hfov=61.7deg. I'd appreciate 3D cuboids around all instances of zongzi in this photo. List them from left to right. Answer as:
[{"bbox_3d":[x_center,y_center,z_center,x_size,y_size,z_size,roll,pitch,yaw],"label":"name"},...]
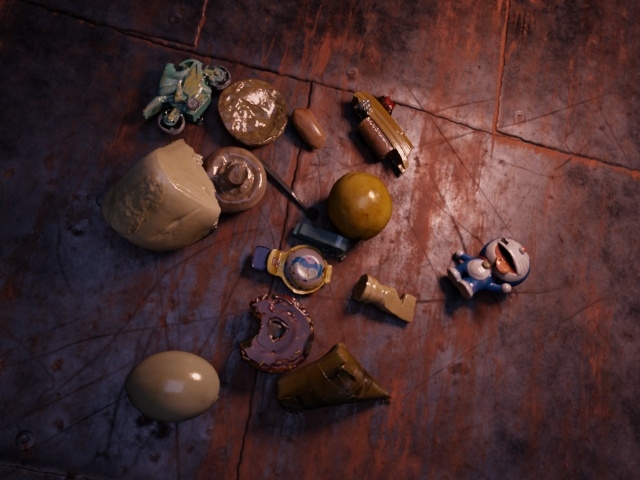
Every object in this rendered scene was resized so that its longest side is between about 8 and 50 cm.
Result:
[{"bbox_3d":[0.037,0.454,1.574,0.260,0.123,0.289,-31,128,11],"label":"zongzi"},{"bbox_3d":[0.233,-0.468,1.833,0.073,0.067,0.083,-46,107,-27],"label":"zongzi"}]

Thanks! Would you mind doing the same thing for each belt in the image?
[{"bbox_3d":[0.002,-0.004,1.676,0.179,0.100,0.065,21,75,11],"label":"belt"}]

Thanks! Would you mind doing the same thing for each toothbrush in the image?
[{"bbox_3d":[-0.116,-0.175,1.709,0.297,0.030,0.030,44,48,3],"label":"toothbrush"}]

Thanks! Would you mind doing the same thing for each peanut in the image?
[{"bbox_3d":[-0.039,-0.366,1.742,0.076,0.076,0.152,-35,90,-15],"label":"peanut"}]

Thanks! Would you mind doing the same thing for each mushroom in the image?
[{"bbox_3d":[-0.258,-0.184,1.590,0.207,0.215,0.208,1,86,-14],"label":"mushroom"}]

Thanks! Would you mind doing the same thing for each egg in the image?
[{"bbox_3d":[-0.398,0.393,1.446,0.253,0.186,0.187,8,76,-5],"label":"egg"}]

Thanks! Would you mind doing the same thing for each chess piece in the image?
[{"bbox_3d":[0.207,0.183,1.666,0.200,0.090,0.090,26,74,-15],"label":"chess piece"}]

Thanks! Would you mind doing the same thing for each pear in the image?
[{"bbox_3d":[0.121,-0.099,1.641,0.208,0.209,0.209,2,77,-10],"label":"pear"}]

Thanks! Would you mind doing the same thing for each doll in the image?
[{"bbox_3d":[0.537,0.084,1.703,0.256,0.161,0.215,-24,57,-11],"label":"doll"}]

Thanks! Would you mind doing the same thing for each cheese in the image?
[{"bbox_3d":[-0.085,0.080,1.636,0.250,0.064,0.157,13,74,-10],"label":"cheese"}]

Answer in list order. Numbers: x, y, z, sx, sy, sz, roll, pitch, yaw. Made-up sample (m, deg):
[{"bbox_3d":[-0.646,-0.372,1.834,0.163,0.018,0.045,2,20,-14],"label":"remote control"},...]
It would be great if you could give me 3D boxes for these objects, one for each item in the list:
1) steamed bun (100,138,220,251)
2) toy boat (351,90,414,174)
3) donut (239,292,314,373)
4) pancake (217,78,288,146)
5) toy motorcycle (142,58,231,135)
[{"bbox_3d":[-0.423,-0.098,1.499,0.272,0.273,0.290,44,115,-2],"label":"steamed bun"},{"bbox_3d":[0.196,-0.355,1.773,0.115,0.089,0.310,-36,86,-13],"label":"toy boat"},{"bbox_3d":[-0.129,0.272,1.570,0.216,0.096,0.231,2,77,-12],"label":"donut"},{"bbox_3d":[-0.219,-0.411,1.725,0.241,0.050,0.242,6,72,-20],"label":"pancake"},{"bbox_3d":[-0.432,-0.470,1.679,0.198,0.109,0.297,34,73,1],"label":"toy motorcycle"}]
